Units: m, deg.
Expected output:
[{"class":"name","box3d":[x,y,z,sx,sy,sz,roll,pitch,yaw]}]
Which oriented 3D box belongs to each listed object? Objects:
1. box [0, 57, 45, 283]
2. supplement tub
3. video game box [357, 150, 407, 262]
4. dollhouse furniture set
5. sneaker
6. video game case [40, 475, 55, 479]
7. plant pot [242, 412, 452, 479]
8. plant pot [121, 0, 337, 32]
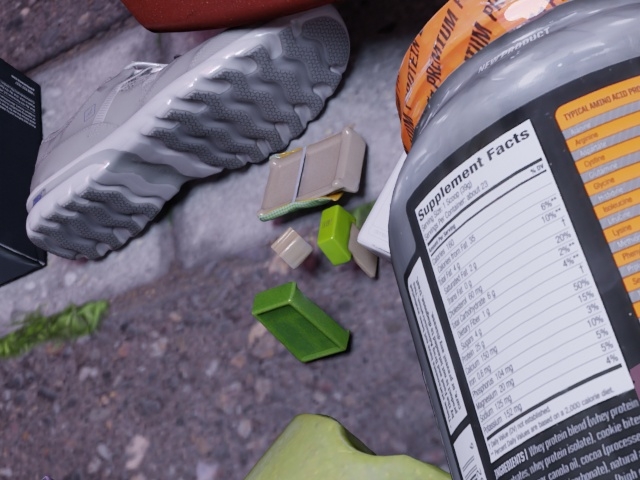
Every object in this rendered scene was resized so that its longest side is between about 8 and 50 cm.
[{"class":"box","box3d":[-0.363,-0.029,0.908,0.261,0.103,0.184,-22,57,22]},{"class":"supplement tub","box3d":[0.137,0.052,0.395,0.193,0.193,0.316,-25,59,20]},{"class":"video game box","box3d":[0.147,-0.050,0.641,0.187,0.048,0.205,26,85,38]},{"class":"dollhouse furniture set","box3d":[0.000,0.000,0.724,0.076,0.058,0.152,-21,41,31]},{"class":"sneaker","box3d":[-0.111,-0.102,0.783,0.281,0.105,0.115,-29,56,17]},{"class":"video game case","box3d":[-0.190,0.302,0.681,0.210,0.042,0.232,-44,54,-4]},{"class":"plant pot","box3d":[0.001,0.232,0.502,0.276,0.276,0.254,22,70,36]},{"class":"plant pot","box3d":[-0.058,-0.291,0.708,0.236,0.267,0.267,-21,27,42]}]
